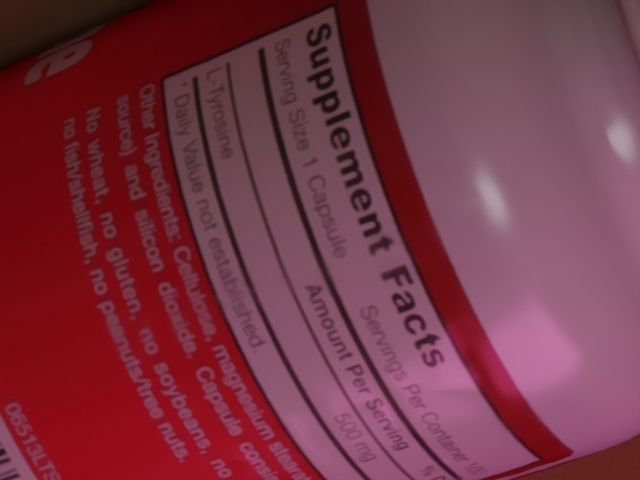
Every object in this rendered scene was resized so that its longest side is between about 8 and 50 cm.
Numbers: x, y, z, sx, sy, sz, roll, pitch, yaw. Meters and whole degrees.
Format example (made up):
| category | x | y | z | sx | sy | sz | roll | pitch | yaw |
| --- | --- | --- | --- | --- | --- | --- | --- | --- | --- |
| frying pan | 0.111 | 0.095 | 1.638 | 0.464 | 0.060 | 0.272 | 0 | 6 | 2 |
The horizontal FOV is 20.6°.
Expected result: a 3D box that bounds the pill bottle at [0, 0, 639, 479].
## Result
| category | x | y | z | sx | sy | sz | roll | pitch | yaw |
| --- | --- | --- | --- | --- | --- | --- | --- | --- | --- |
| pill bottle | 0.000 | 0.000 | 0.698 | 0.408 | 0.229 | 0.229 | -21 | 163 | 18 |
